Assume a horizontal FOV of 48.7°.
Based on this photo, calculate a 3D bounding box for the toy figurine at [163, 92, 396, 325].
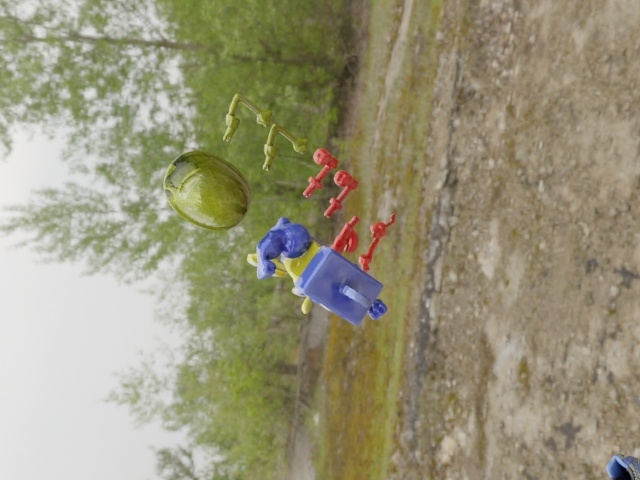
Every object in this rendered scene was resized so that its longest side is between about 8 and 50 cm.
[{"bbox_3d":[0.000,0.000,0.903,0.191,0.362,0.217,-50,38,4],"label":"toy figurine"}]

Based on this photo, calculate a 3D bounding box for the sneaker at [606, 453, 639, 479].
[{"bbox_3d":[0.387,0.367,0.887,0.083,0.087,0.221,-55,5,43],"label":"sneaker"}]
